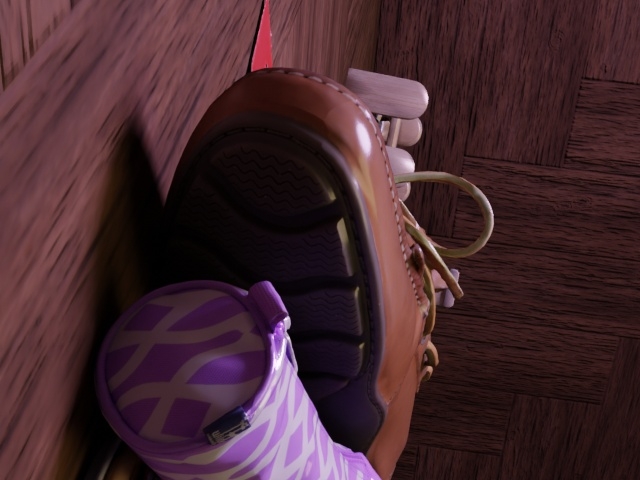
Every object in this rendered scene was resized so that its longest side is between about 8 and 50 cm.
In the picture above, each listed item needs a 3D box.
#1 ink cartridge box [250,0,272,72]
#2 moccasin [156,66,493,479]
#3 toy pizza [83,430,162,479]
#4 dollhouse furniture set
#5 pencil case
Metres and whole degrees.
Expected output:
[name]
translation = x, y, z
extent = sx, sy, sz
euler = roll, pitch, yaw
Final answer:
[ink cartridge box]
translation = -0.032, -0.036, 0.849
extent = 0.181, 0.056, 0.224
euler = 91, 9, -60
[moccasin]
translation = 0.012, 0.028, 0.644
extent = 0.147, 0.139, 0.380
euler = -62, 155, -24
[toy pizza]
translation = -0.091, 0.183, 0.531
extent = 0.201, 0.032, 0.201
euler = 7, 90, -86
[dollhouse furniture set]
translation = 0.092, -0.055, 1.315
extent = 0.212, 0.161, 0.242
euler = 52, 50, -85
[pencil case]
translation = -0.032, 0.093, 0.542
extent = 0.086, 0.088, 0.206
euler = 47, -12, 32
